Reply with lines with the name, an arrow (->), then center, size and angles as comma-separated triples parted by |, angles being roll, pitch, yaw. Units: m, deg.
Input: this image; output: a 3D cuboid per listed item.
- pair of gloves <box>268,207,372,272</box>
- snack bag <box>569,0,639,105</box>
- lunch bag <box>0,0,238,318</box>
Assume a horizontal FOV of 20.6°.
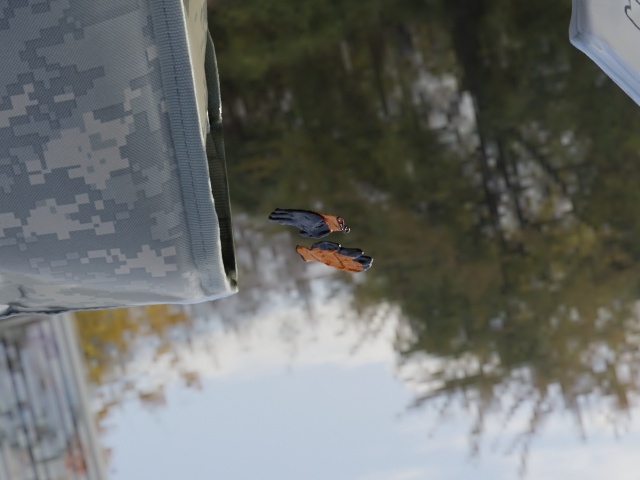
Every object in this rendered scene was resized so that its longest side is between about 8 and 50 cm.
pair of gloves -> 0.000, 0.000, 1.422 | 0.074, 0.083, 0.010 | 8, -121, 36
snack bag -> 0.318, -0.219, 1.490 | 0.037, 0.342, 0.323 | -18, 138, 39
lunch bag -> -0.163, -0.075, 0.736 | 0.235, 0.287, 0.169 | -7, -136, -2
